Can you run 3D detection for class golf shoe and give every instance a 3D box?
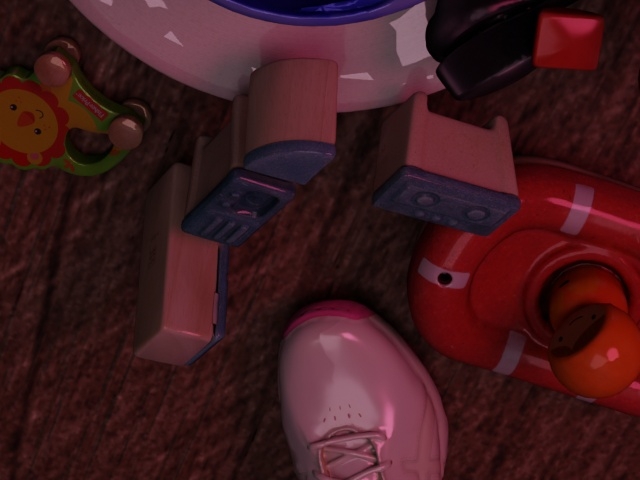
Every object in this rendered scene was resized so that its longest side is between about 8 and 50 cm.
[{"bbox_3d":[0.039,0.190,1.137,0.115,0.140,0.306,-12,113,10],"label":"golf shoe"}]

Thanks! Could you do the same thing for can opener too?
[{"bbox_3d":[0.141,-0.150,0.937,0.186,0.059,0.073,-32,84,7],"label":"can opener"}]

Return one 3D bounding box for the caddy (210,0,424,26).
[{"bbox_3d":[-0.039,-0.264,0.819,0.341,0.179,0.241,38,111,-14],"label":"caddy"}]

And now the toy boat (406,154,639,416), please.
[{"bbox_3d":[0.169,0.046,1.052,0.231,0.151,0.151,18,115,-6],"label":"toy boat"}]

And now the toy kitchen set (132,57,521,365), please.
[{"bbox_3d":[0.000,0.000,1.024,0.166,0.122,0.207,15,150,-23],"label":"toy kitchen set"}]

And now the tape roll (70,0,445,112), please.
[{"bbox_3d":[-0.004,-0.264,0.955,0.392,0.072,0.392,1,116,3],"label":"tape roll"}]

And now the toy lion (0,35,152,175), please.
[{"bbox_3d":[-0.176,-0.079,1.079,0.100,0.034,0.096,41,118,-16],"label":"toy lion"}]

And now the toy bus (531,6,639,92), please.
[{"bbox_3d":[0.223,-0.127,0.858,0.202,0.104,0.191,31,105,-18],"label":"toy bus"}]
